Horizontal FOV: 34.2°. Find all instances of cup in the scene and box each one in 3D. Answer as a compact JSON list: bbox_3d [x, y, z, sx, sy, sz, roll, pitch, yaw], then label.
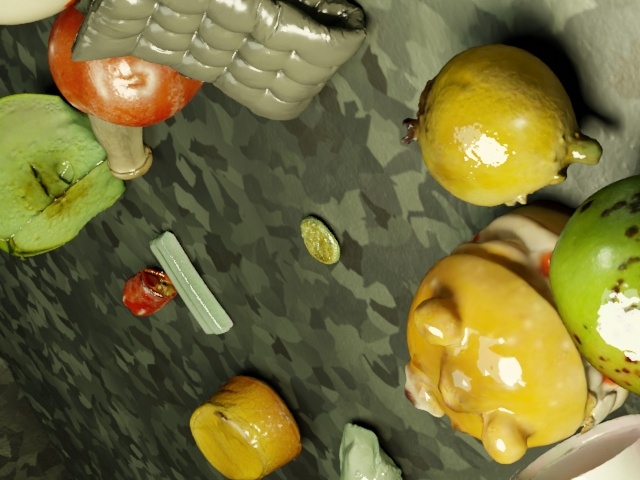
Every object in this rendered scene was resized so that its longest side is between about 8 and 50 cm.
[{"bbox_3d":[0.373,0.368,1.234,0.274,0.253,0.253,60,150,2],"label":"cup"}]

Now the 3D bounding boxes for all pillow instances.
[{"bbox_3d":[-0.131,-0.262,1.273,0.326,0.101,0.228,15,157,-19],"label":"pillow"}]

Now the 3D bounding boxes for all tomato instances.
[{"bbox_3d":[-0.269,-0.276,1.455,0.232,0.232,0.188,34,145,29],"label":"tomato"}]

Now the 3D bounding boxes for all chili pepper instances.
[{"bbox_3d":[-0.359,0.111,2.122,0.192,0.084,0.086,-35,75,55],"label":"chili pepper"}]

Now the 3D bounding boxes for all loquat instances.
[{"bbox_3d":[0.189,-0.113,1.072,0.205,0.149,0.172,22,138,20],"label":"loquat"}]

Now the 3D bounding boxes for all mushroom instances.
[{"bbox_3d":[-0.338,-0.213,1.748,0.247,0.108,0.096,98,169,-48],"label":"mushroom"}]

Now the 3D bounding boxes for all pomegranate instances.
[{"bbox_3d":[0.360,0.034,0.954,0.286,0.231,0.231,-24,102,30],"label":"pomegranate"}]

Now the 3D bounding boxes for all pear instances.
[{"bbox_3d":[-0.540,-0.139,1.952,0.282,0.286,0.176,45,168,14],"label":"pear"}]

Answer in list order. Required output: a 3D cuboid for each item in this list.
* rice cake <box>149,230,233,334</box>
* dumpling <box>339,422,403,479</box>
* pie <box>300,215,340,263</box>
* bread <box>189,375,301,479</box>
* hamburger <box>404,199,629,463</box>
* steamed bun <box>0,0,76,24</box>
[{"bbox_3d":[-0.251,0.085,1.985,0.221,0.042,0.080,57,148,-8],"label":"rice cake"},{"bbox_3d":[0.089,0.411,1.813,0.108,0.152,0.219,7,124,-5],"label":"dumpling"},{"bbox_3d":[0.000,-0.001,1.570,0.084,0.021,0.084,39,147,31],"label":"pie"},{"bbox_3d":[-0.142,0.363,2.021,0.195,0.143,0.270,59,148,-5],"label":"bread"},{"bbox_3d":[0.217,0.119,1.187,0.276,0.237,0.276,35,144,31],"label":"hamburger"},{"bbox_3d":[-0.359,-0.454,1.327,0.374,0.241,0.374,-171,90,-66],"label":"steamed bun"}]
